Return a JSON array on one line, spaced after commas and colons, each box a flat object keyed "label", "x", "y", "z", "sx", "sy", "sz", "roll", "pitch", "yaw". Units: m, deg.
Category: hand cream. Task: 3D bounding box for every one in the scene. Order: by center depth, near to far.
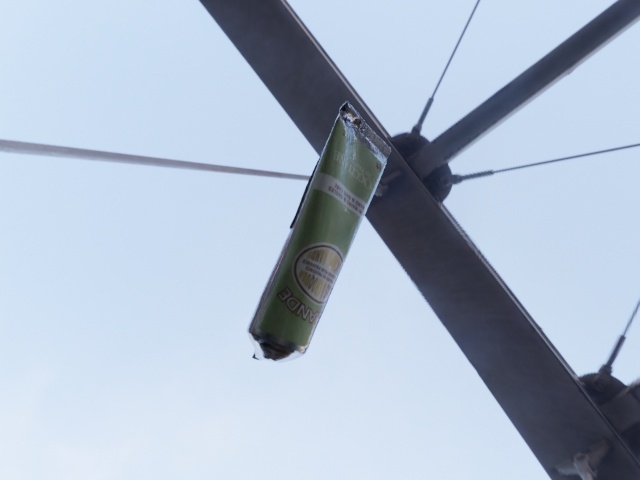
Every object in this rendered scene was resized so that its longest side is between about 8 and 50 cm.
[{"label": "hand cream", "x": 0.000, "y": 0.000, "z": 0.489, "sx": 0.055, "sy": 0.086, "sz": 0.235, "roll": 17, "pitch": -102, "yaw": 39}]
